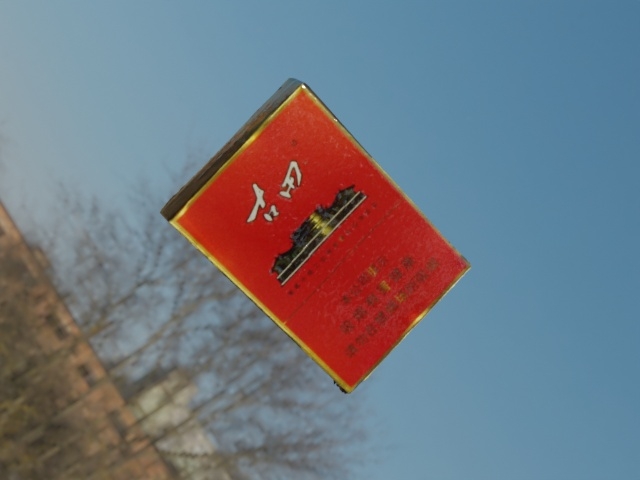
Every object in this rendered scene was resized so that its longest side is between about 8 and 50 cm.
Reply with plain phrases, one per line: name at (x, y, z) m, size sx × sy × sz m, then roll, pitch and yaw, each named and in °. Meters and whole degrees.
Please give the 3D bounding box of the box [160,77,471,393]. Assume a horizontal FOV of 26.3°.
box at (0.000, 0.000, 0.656) m, size 0.133 × 0.090 × 0.023 m, roll 47°, pitch -5°, yaw -24°
